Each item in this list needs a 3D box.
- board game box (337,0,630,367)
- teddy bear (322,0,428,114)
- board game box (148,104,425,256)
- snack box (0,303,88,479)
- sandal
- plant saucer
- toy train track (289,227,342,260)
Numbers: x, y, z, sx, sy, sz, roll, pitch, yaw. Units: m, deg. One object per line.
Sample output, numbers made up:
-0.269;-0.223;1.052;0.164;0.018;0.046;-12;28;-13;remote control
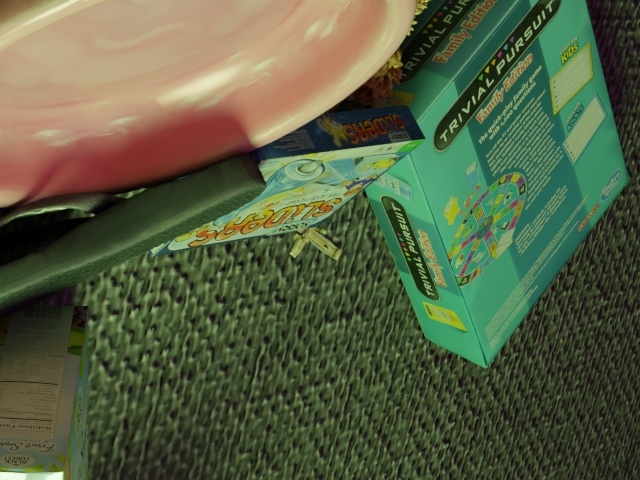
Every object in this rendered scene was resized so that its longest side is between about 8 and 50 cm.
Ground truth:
0.156;-0.084;1.643;0.254;0.079;0.336;-50;143;-21;board game box
0.047;-0.241;1.369;0.245;0.113;0.338;12;100;-58;teddy bear
-0.029;-0.047;1.385;0.136;0.035;0.201;-39;163;36;board game box
-0.194;0.166;1.224;0.207;0.070;0.174;-98;-170;-63;snack box
-0.161;-0.006;1.229;0.254;0.054;0.097;-24;174;-18;sandal
-0.108;-0.125;1.117;0.332;0.084;0.332;-19;165;-5;plant saucer
0.000;0.000;1.540;0.048;0.014;0.083;-61;147;-6;toy train track
